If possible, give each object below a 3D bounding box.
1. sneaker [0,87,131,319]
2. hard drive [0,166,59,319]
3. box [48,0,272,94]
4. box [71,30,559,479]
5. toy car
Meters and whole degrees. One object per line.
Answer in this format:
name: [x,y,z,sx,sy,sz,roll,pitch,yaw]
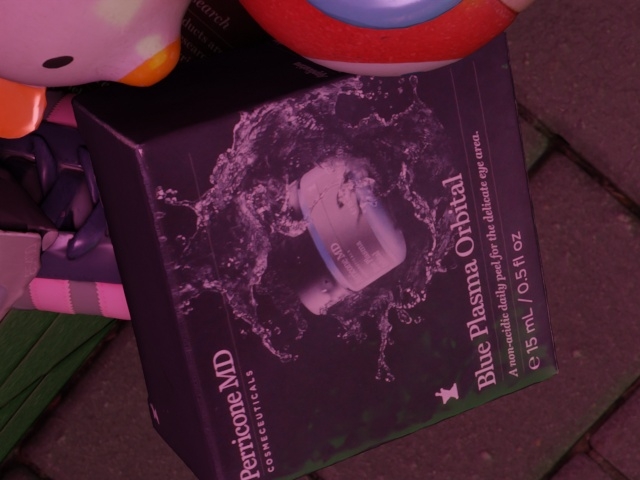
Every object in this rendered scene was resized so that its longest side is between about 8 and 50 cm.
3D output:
sneaker: [-0.078,-0.017,0.768,0.131,0.319,0.112,-7,-102,53]
hard drive: [-0.271,0.099,0.620,0.339,0.064,0.237,-50,159,15]
box: [-0.062,-0.106,0.966,0.203,0.167,0.168,-50,179,28]
box: [0.000,0.000,0.686,0.158,0.156,0.093,-19,-157,-18]
toy car: [-0.061,-0.111,0.604,0.238,0.210,0.219,-37,-177,16]
